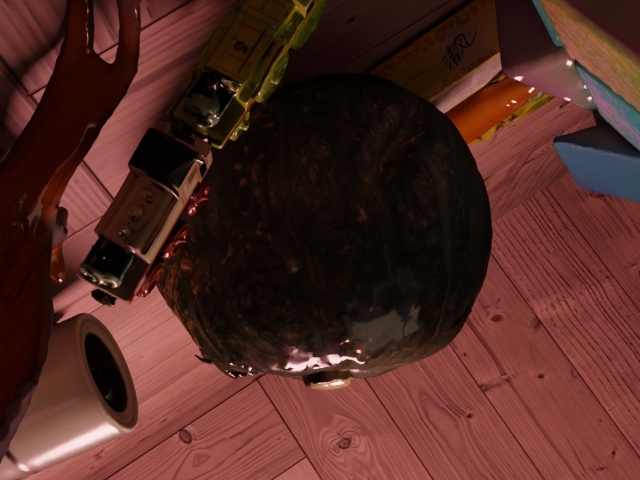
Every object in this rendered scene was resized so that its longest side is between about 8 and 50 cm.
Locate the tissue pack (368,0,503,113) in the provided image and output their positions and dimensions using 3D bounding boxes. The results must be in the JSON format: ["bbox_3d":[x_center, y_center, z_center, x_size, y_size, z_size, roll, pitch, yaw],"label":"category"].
[{"bbox_3d":[0.136,-0.181,0.901,0.176,0.062,0.095,-35,171,2],"label":"tissue pack"}]

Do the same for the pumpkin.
[{"bbox_3d":[0.000,0.000,0.786,0.292,0.257,0.328,-10,168,26],"label":"pumpkin"}]

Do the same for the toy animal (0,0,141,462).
[{"bbox_3d":[-0.198,-0.032,0.549,0.284,0.225,0.302,-54,-177,-4],"label":"toy animal"}]

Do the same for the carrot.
[{"bbox_3d":[0.157,-0.136,1.019,0.069,0.069,0.336,-29,180,-24],"label":"carrot"}]

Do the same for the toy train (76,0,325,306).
[{"bbox_3d":[-0.074,-0.071,0.561,0.249,0.053,0.085,-59,176,-11],"label":"toy train"}]

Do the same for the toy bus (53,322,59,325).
[{"bbox_3d":[-0.338,0.150,0.972,0.166,0.047,0.065,-37,165,14],"label":"toy bus"}]

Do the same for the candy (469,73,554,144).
[{"bbox_3d":[0.246,-0.190,1.121,0.187,0.081,0.297,-32,168,-4],"label":"candy"}]

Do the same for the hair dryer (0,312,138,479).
[{"bbox_3d":[-0.315,0.124,0.764,0.203,0.128,0.362,-23,158,3],"label":"hair dryer"}]

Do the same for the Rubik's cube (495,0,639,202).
[{"bbox_3d":[0.310,-0.188,0.646,0.358,0.368,0.387,-16,179,29],"label":"Rubik's cube"}]
